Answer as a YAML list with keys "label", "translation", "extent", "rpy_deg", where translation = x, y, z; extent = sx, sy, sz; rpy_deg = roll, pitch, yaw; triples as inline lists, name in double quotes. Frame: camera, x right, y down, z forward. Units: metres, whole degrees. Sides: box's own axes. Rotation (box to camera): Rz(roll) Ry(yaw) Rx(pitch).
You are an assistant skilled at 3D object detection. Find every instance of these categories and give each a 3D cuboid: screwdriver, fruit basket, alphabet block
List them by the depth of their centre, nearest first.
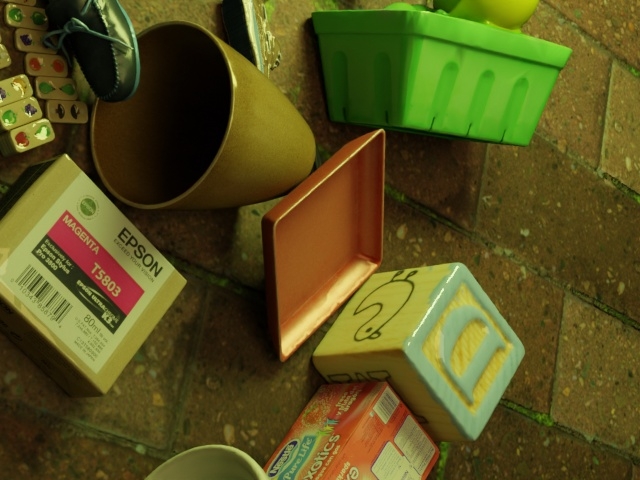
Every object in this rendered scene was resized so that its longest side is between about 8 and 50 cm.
- label: "alphabet block"
  translation: [0.144, 0.167, 1.757]
  extent: [0.193, 0.197, 0.192]
  rpy_deg: [54, 52, -21]
- label: "screwdriver"
  translation: [0.005, -0.061, 1.789]
  extent: [0.024, 0.025, 0.169]
  rpy_deg: [-18, 94, -42]
- label: "fruit basket"
  translation: [0.204, -0.338, 1.835]
  extent: [0.392, 0.283, 0.392]
  rpy_deg: [-8, 103, -40]

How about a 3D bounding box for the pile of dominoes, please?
- label: "pile of dominoes"
  translation: [-0.392, -0.230, 1.458]
  extent: [0.196, 0.040, 0.251]
  rpy_deg: [-29, 102, -40]

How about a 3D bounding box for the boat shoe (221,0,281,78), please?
- label: "boat shoe"
  translation: [-0.089, -0.266, 1.713]
  extent: [0.066, 0.066, 0.183]
  rpy_deg: [-3, 85, -43]

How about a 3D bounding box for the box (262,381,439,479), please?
- label: "box"
  translation: [0.013, 0.351, 1.646]
  extent: [0.154, 0.142, 0.300]
  rpy_deg: [52, 54, -22]

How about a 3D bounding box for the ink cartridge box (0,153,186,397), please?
- label: "ink cartridge box"
  translation: [-0.304, 0.044, 1.456]
  extent: [0.234, 0.088, 0.193]
  rpy_deg: [48, 56, -24]

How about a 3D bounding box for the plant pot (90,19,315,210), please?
- label: "plant pot"
  translation: [-0.125, -0.135, 1.573]
  extent: [0.254, 0.237, 0.237]
  rpy_deg: [15, 72, -53]

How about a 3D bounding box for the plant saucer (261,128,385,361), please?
- label: "plant saucer"
  translation: [0.000, 0.000, 1.689]
  extent: [0.258, 0.048, 0.259]
  rpy_deg: [-43, 146, -37]

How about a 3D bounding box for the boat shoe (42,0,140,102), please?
- label: "boat shoe"
  translation: [-0.310, -0.287, 1.501]
  extent: [0.089, 0.109, 0.258]
  rpy_deg: [-8, 68, -54]

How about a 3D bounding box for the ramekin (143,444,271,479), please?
- label: "ramekin"
  translation: [-0.128, 0.396, 1.435]
  extent: [0.135, 0.277, 0.277]
  rpy_deg: [41, 58, -37]
